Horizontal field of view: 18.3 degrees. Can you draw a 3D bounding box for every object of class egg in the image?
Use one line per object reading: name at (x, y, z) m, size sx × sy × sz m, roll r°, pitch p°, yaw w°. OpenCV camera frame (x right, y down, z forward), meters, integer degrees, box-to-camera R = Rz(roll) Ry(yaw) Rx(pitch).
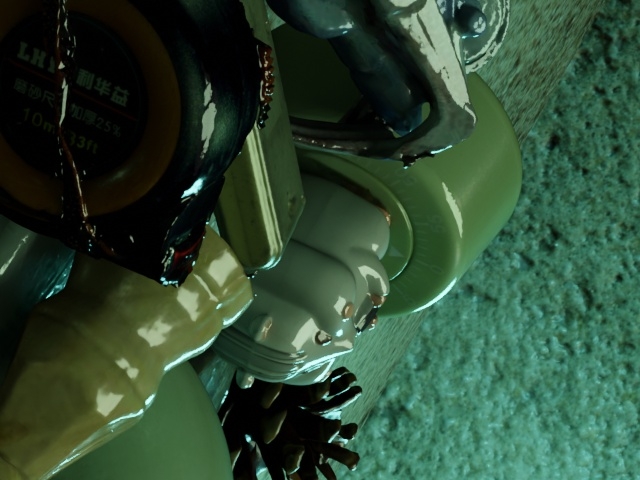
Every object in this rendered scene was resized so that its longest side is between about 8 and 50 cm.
egg at (-0.178, 0.174, 1.603) m, size 0.203 × 0.283 × 0.203 m, roll -29°, pitch 167°, yaw -7°

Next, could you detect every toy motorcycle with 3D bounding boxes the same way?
toy motorcycle at (0.008, -0.196, 1.568) m, size 0.182 × 0.319 × 0.241 m, roll -7°, pitch -135°, yaw 51°

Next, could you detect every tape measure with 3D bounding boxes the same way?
tape measure at (-0.142, -0.100, 1.298) m, size 0.135 × 0.202 × 0.223 m, roll -41°, pitch 152°, yaw -62°

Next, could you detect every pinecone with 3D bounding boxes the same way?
pinecone at (-0.079, 0.166, 2.018) m, size 0.264 × 0.264 × 0.264 m, roll -56°, pitch 166°, yaw -21°

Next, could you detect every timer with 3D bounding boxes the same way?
timer at (0.000, 0.000, 1.772) m, size 0.291 × 0.290 × 0.315 m, roll 104°, pitch 11°, yaw -48°

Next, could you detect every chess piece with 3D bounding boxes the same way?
chess piece at (-0.181, 0.108, 1.377) m, size 0.301 × 0.137 × 0.137 m, roll -51°, pitch 165°, yaw -20°

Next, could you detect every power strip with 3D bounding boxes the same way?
power strip at (-0.078, -0.158, 1.462) m, size 0.092 × 0.066 × 0.388 m, roll -70°, pitch 154°, yaw -56°

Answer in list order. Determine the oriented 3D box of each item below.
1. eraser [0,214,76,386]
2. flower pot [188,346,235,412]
eraser at (-0.213, 0.000, 1.471) m, size 0.290 × 0.104 × 0.189 m, roll -56°, pitch 169°, yaw -18°
flower pot at (-0.171, 0.124, 1.794) m, size 0.235 × 0.148 × 0.235 m, roll -55°, pitch 165°, yaw -23°
